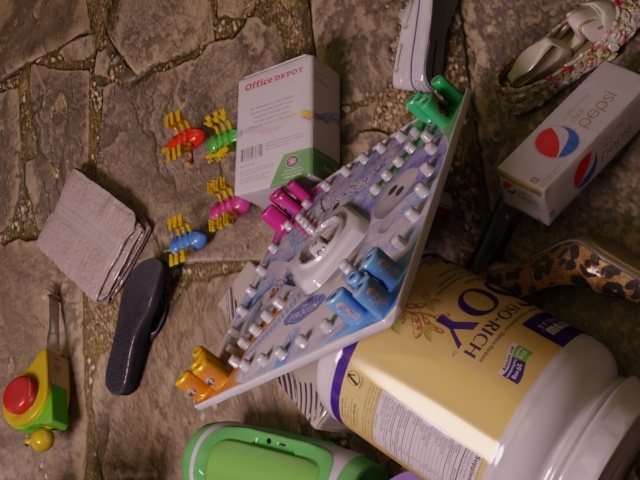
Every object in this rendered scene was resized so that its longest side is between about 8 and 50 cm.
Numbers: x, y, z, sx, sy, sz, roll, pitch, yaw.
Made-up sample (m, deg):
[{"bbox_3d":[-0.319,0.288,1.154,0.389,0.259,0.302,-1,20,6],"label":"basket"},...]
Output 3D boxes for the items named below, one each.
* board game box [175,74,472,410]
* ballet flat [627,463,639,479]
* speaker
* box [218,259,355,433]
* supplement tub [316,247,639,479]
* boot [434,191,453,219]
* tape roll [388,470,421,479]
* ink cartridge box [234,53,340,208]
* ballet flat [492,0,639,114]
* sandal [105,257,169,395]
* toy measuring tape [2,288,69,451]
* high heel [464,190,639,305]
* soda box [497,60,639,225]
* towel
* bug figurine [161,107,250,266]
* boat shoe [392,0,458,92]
[{"bbox_3d":[0.000,0.000,1.083,0.390,0.050,0.390,-31,27,44],"label":"board game box"},{"bbox_3d":[0.405,0.310,0.926,0.168,0.057,0.052,42,129,41],"label":"ballet flat"},{"bbox_3d":[-0.054,0.336,1.201,0.296,0.131,0.131,4,78,37],"label":"speaker"},{"bbox_3d":[-0.026,0.152,1.250,0.094,0.113,0.275,-54,51,11],"label":"box"},{"bbox_3d":[0.186,0.178,0.986,0.331,0.241,0.241,29,94,30],"label":"supplement tub"},{"bbox_3d":[0.082,0.015,1.233,0.244,0.088,0.176,-8,71,43],"label":"boot"},{"bbox_3d":[0.147,0.383,1.066,0.189,0.080,0.189,-12,69,34],"label":"tape roll"},{"bbox_3d":[-0.052,-0.173,1.386,0.154,0.093,0.213,-13,70,33],"label":"ink cartridge box"},{"bbox_3d":[0.331,-0.259,1.140,0.241,0.077,0.091,-41,55,18],"label":"ballet flat"},{"bbox_3d":[-0.319,0.149,1.512,0.097,0.054,0.255,28,102,46],"label":"sandal"},{"bbox_3d":[-0.535,0.247,1.600,0.121,0.121,0.330,-34,50,23],"label":"toy measuring tape"},{"bbox_3d":[0.296,0.075,1.069,0.261,0.093,0.186,33,111,32],"label":"high heel"},{"bbox_3d":[0.317,-0.122,1.056,0.216,0.069,0.074,-44,51,-15],"label":"soda box"},{"bbox_3d":[-0.447,-0.012,1.654,0.282,0.049,0.187,31,94,39],"label":"towel"},{"bbox_3d":[-0.201,-0.097,1.478,0.216,0.072,0.279,-15,71,42],"label":"bug figurine"},{"bbox_3d":[0.151,-0.336,1.293,0.075,0.083,0.226,6,80,37],"label":"boat shoe"}]
